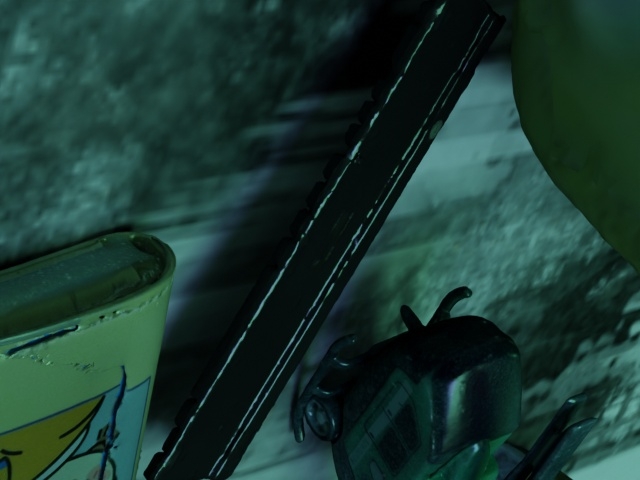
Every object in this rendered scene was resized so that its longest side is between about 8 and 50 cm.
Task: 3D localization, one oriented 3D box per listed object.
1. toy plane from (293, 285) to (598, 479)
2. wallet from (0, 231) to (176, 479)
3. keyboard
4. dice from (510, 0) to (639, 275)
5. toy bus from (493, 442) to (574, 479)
[{"bbox_3d":[0.034,0.096,0.648,0.060,0.096,0.235,-21,155,-32],"label":"toy plane"},{"bbox_3d":[-0.100,0.078,0.521,0.110,0.039,0.155,-19,135,-39],"label":"wallet"},{"bbox_3d":[0.000,0.000,0.561,0.195,0.018,0.060,-59,162,7],"label":"keyboard"},{"bbox_3d":[0.240,-0.069,0.543,0.254,0.252,0.249,14,117,-41],"label":"dice"},{"bbox_3d":[0.062,0.187,0.779,0.190,0.075,0.064,-54,148,5],"label":"toy bus"}]
